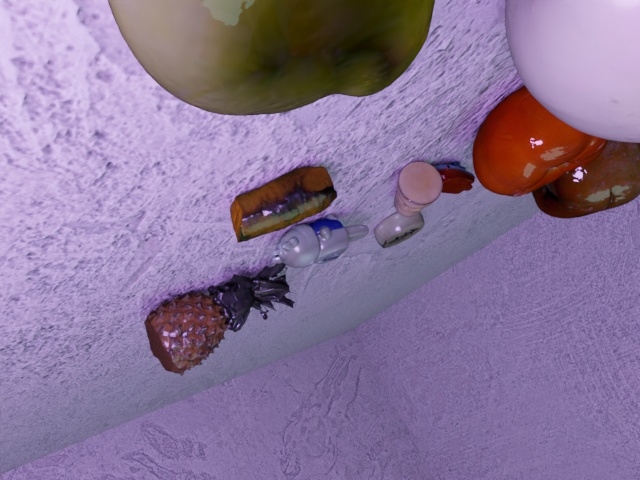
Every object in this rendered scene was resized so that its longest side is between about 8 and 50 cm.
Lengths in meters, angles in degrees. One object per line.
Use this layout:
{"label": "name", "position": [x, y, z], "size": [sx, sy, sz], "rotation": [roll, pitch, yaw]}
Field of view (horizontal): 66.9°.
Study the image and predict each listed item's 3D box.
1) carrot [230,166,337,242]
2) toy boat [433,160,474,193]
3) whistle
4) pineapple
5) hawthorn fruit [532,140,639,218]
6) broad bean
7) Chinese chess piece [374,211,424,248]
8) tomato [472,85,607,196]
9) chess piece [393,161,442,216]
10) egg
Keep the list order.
{"label": "carrot", "position": [-0.061, -0.060, 0.760], "size": [0.173, 0.082, 0.082], "rotation": [-22, 163, -13]}
{"label": "toy boat", "position": [0.297, -0.149, 1.122], "size": [0.172, 0.059, 0.069], "rotation": [-1, 149, -45]}
{"label": "whistle", "position": [0.000, 0.000, 1.022], "size": [0.244, 0.092, 0.110], "rotation": [-16, 159, -32]}
{"label": "pineapple", "position": [-0.201, 0.145, 1.077], "size": [0.364, 0.166, 0.165], "rotation": [-28, 166, -32]}
{"label": "hawthorn fruit", "position": [0.677, -0.183, 1.287], "size": [0.300, 0.268, 0.267], "rotation": [-22, 166, 12]}
{"label": "broad bean", "position": [-0.018, -0.187, 0.365], "size": [0.238, 0.119, 0.291], "rotation": [-38, 161, 31]}
{"label": "Chinese chess piece", "position": [0.219, -0.033, 1.342], "size": [0.144, 0.059, 0.144], "rotation": [-25, 164, -8]}
{"label": "tomato", "position": [0.415, -0.198, 0.943], "size": [0.259, 0.180, 0.260], "rotation": [-24, 162, -8]}
{"label": "chess piece", "position": [0.202, -0.098, 1.066], "size": [0.094, 0.094, 0.170], "rotation": [-26, 168, -8]}
{"label": "egg", "position": [0.340, -0.245, 0.497], "size": [0.344, 0.283, 0.283], "rotation": [-6, 154, -40]}
